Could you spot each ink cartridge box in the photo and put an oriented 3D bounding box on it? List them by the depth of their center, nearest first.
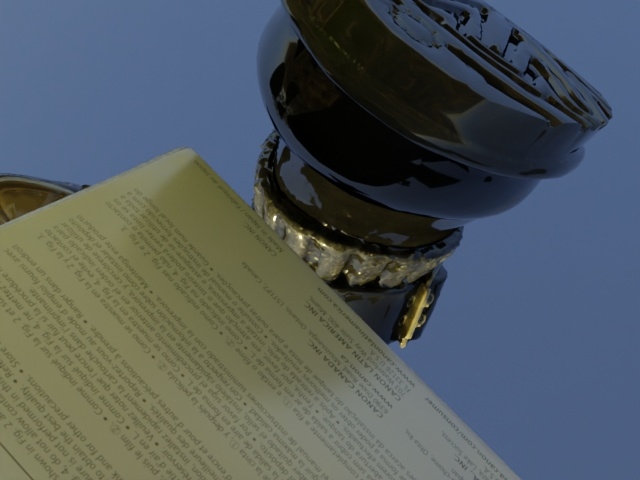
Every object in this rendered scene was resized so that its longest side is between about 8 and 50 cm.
[{"bbox_3d":[-0.052,0.077,0.327,0.181,0.225,0.056,45,-52,9],"label":"ink cartridge box"}]

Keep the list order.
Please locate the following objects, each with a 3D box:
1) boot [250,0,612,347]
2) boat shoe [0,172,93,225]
[{"bbox_3d":[0.004,0.002,0.551,0.131,0.348,0.260,38,-77,6],"label":"boot"},{"bbox_3d":[-0.209,-0.010,1.039,0.080,0.224,0.073,-56,-136,13],"label":"boat shoe"}]
